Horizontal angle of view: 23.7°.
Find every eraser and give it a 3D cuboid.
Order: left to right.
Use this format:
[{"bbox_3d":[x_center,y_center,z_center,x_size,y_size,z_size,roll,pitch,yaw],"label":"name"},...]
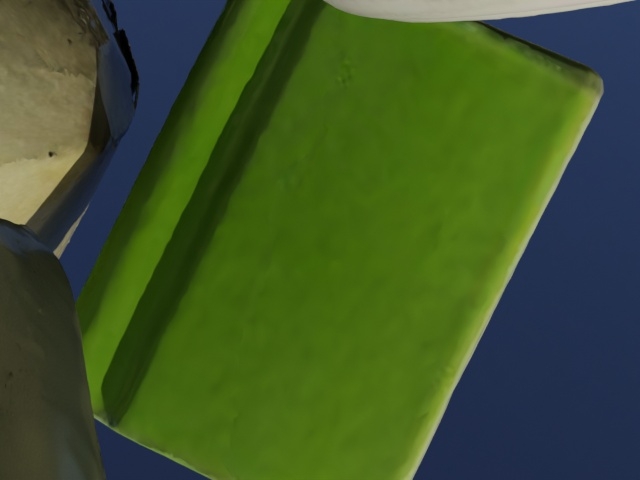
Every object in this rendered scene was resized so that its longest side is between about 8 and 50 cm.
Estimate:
[{"bbox_3d":[0.000,0.000,0.819,0.210,0.274,0.092,24,-179,8],"label":"eraser"}]

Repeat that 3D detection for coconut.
[{"bbox_3d":[-0.256,-0.092,0.879,0.323,0.323,0.323,12,-135,-13],"label":"coconut"}]

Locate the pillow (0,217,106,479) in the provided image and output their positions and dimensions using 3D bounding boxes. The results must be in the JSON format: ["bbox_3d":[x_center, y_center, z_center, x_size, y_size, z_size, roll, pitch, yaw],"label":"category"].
[{"bbox_3d":[-0.162,0.105,0.460,0.255,0.120,0.322,18,-136,-40],"label":"pillow"}]

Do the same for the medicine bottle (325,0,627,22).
[{"bbox_3d":[0.055,-0.269,0.433,0.243,0.395,0.242,-13,-162,4],"label":"medicine bottle"}]
